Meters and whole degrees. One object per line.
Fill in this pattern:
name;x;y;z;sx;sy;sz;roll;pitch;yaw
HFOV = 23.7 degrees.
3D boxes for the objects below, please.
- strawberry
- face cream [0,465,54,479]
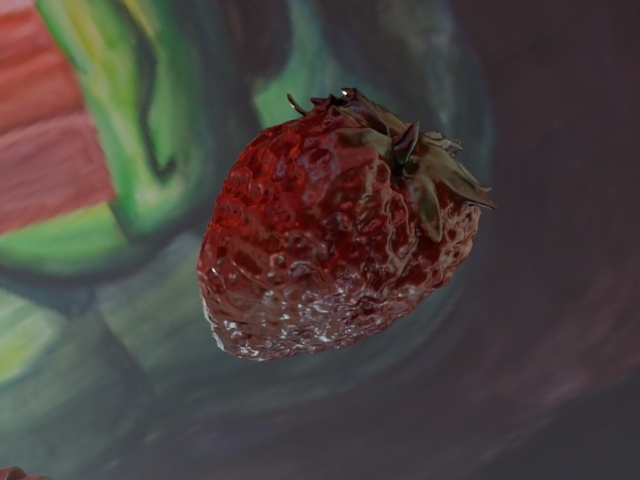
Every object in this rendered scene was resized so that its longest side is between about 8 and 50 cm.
strawberry;0.004;0.001;0.745;0.131;0.148;0.131;26;-175;-2
face cream;-0.215;0.196;0.996;0.091;0.095;0.091;-11;-90;-84
